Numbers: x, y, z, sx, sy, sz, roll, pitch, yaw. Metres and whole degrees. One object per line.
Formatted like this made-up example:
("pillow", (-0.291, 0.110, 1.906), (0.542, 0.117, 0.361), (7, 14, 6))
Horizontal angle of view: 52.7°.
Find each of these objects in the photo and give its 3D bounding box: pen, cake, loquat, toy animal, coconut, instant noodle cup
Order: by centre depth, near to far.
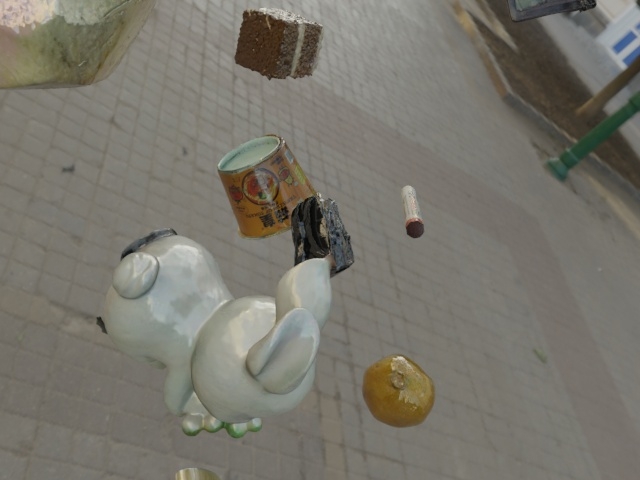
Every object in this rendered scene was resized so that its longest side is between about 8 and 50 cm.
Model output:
("toy animal", (-0.119, 0.111, 0.802), (0.309, 0.247, 0.183), (26, 46, 26))
("pen", (0.133, -0.050, 0.949), (0.026, 0.026, 0.218), (40, 18, -9))
("coconut", (-0.408, -0.399, 0.970), (0.352, 0.352, 0.353), (31, 33, -23))
("cake", (-0.084, -0.419, 1.385), (0.135, 0.135, 0.147), (30, 25, 29))
("instant noodle cup", (-0.126, -0.129, 1.479), (0.216, 0.215, 0.172), (-75, 145, -56))
("loquat", (0.198, 0.387, 1.644), (0.187, 0.176, 0.234), (57, -10, 20))

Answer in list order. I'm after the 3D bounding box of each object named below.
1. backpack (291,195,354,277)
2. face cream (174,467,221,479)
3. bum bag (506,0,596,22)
("backpack", (0.002, -0.003, 1.268), (0.105, 0.120, 0.165), (15, 63, -40))
("face cream", (-0.215, 0.557, 1.228), (0.139, 0.067, 0.285), (50, 8, -36))
("bum bag", (0.430, -0.472, 1.221), (0.026, 0.159, 0.109), (39, 43, -75))
